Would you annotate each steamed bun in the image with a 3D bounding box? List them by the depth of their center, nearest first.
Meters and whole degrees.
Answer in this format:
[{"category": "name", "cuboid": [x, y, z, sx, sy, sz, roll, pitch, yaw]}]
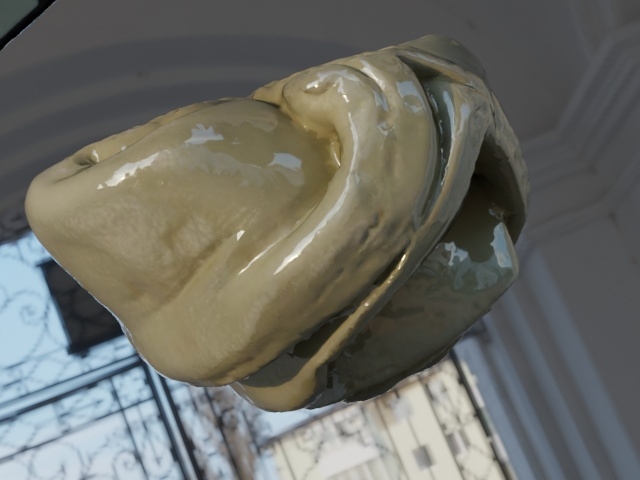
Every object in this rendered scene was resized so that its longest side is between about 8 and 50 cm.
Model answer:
[{"category": "steamed bun", "cuboid": [0.000, 0.000, 0.947, 0.343, 0.255, 0.368, -18, 6, 19]}]

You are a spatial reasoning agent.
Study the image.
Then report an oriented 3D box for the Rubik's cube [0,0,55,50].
[{"category": "Rubik's cube", "cuboid": [-0.205, -0.245, 0.748, 0.163, 0.162, 0.160, -39, -48, 11]}]
